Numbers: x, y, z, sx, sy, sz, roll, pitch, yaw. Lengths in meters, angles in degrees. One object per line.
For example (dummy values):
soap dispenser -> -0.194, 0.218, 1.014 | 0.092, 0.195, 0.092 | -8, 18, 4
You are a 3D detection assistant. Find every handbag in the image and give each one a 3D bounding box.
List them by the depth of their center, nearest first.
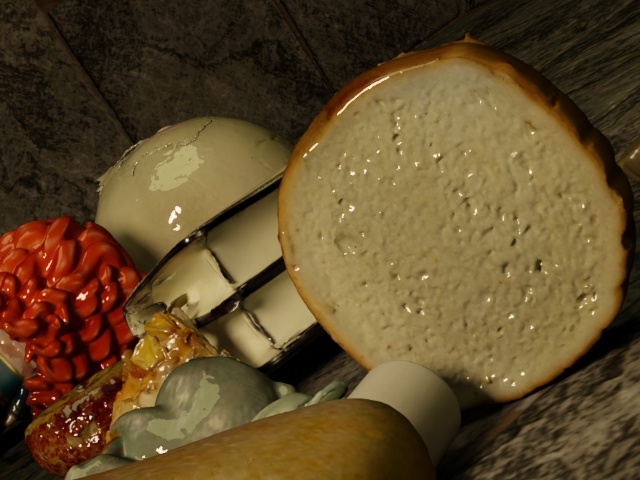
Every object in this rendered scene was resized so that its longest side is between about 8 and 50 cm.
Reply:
handbag -> 0.000, 0.000, 1.357 | 0.358, 0.160, 0.236 | -36, 4, -29

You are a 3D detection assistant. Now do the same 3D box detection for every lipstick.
lipstick -> 0.002, 0.157, 0.768 | 0.070, 0.070, 0.254 | -26, 11, 36

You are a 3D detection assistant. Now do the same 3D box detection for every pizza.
pizza -> -0.128, 0.128, 1.192 | 0.182, 0.062, 0.161 | -24, 52, 33

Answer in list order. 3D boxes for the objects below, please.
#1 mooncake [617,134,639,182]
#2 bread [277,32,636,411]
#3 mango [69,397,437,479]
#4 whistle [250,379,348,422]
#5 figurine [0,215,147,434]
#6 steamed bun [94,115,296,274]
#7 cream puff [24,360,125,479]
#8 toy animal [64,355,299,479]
mooncake -> 0.382, -0.133, 1.084 | 0.347, 0.057, 0.150 | -15, 32, 53
bread -> 0.084, -0.010, 0.876 | 0.236, 0.236, 0.070 | -28, 11, 24
mango -> -0.114, 0.193, 0.556 | 0.384, 0.199, 0.221 | -31, 7, -1
whistle -> -0.061, 0.180, 0.867 | 0.235, 0.077, 0.114 | -42, -18, -20
figurine -> -0.396, 0.158, 1.754 | 0.412, 0.241, 0.306 | -48, -18, 11
steamed bun -> -0.171, -0.059, 2.000 | 0.334, 0.233, 0.312 | -35, 9, -11
cream puff -> -0.211, 0.177, 1.347 | 0.149, 0.084, 0.149 | -31, 5, 3
toy animal -> -0.116, 0.172, 0.970 | 0.138, 0.108, 0.236 | -21, 15, 48
